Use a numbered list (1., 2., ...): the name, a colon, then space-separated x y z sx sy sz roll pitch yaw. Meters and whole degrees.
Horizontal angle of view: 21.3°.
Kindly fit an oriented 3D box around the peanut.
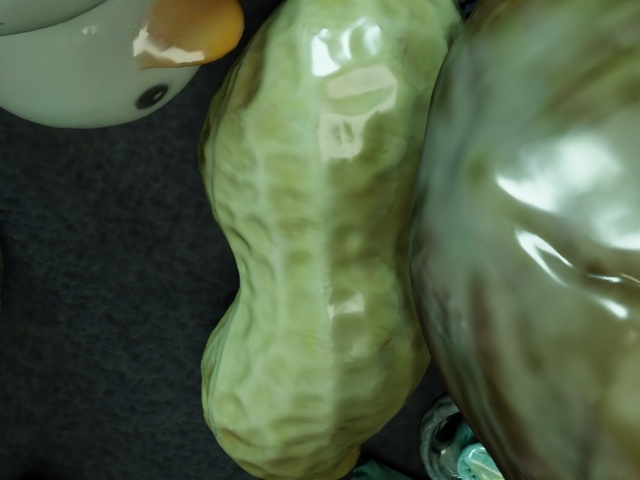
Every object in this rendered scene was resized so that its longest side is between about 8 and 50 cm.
1. peanut: 0.000 0.000 0.869 0.136 0.120 0.298 18 119 20

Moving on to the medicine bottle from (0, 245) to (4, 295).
1. medicine bottle: -0.249 0.078 0.802 0.151 0.322 0.151 1 116 2

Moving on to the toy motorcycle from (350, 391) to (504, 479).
1. toy motorcycle: 0.154 0.198 0.974 0.296 0.109 0.198 40 123 -10

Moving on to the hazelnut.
1. hazelnut: 0.200 0.026 0.743 0.372 0.372 0.315 33 117 -13

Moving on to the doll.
1. doll: -0.144 -0.153 0.782 0.251 0.221 0.221 25 117 15
